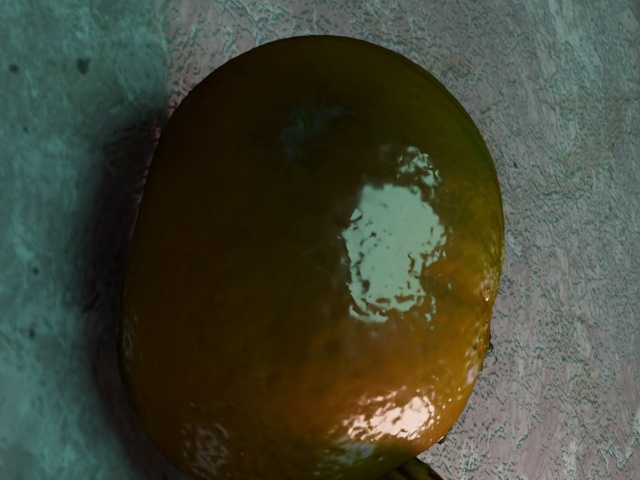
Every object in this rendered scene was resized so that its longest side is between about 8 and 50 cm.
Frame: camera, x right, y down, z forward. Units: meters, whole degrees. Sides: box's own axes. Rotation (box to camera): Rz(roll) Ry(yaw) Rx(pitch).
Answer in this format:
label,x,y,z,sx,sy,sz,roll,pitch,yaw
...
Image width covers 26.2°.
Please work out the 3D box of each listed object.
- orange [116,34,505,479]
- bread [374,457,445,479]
label,x,y,z,sx,sy,sz,roll,pitch,yaw
orange,-0.003,-0.003,0.925,0.274,0.274,0.310,65,22,-20
bread,0.005,0.215,0.903,0.199,0.199,0.104,-46,122,-54
